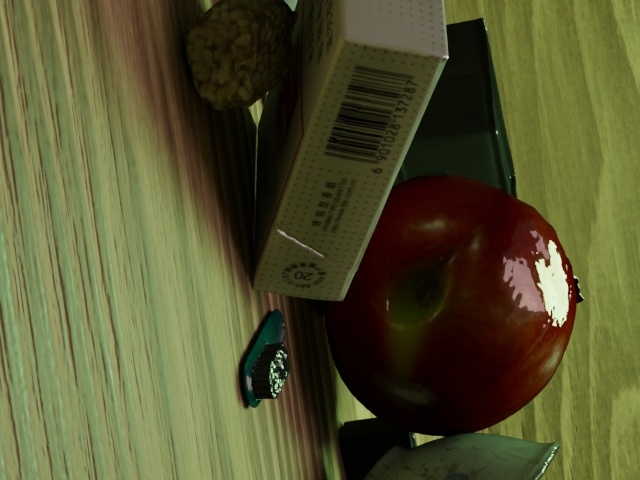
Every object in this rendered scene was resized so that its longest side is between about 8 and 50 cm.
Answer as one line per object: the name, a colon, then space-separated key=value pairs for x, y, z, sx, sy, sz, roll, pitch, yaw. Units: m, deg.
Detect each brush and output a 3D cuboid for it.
brush: x=-0.040 y=0.101 z=1.438 sx=0.193 sy=0.032 sz=0.043 roll=-61 pitch=141 yaw=-72

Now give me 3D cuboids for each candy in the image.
candy: x=-0.069 y=-0.163 z=1.357 sx=0.110 sy=0.085 sz=0.095 roll=-57 pitch=144 yaw=-61

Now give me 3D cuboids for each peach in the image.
peach: x=0.146 y=0.077 z=1.717 sx=0.338 sy=0.281 sz=0.281 roll=22 pitch=59 yaw=-68

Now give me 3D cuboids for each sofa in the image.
sofa: x=0.077 y=0.272 z=1.809 sx=0.060 sy=0.085 sz=0.147 roll=-60 pitch=140 yaw=-70

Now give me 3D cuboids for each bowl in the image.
bowl: x=0.102 y=0.297 z=1.647 sx=0.313 sy=0.146 sz=0.313 roll=-51 pitch=169 yaw=-15

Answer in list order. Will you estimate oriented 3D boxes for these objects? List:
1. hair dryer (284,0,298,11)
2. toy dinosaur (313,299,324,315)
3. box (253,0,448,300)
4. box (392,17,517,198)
hair dryer: x=-0.045 y=-0.174 z=1.608 sx=0.236 sy=0.073 sz=0.131 roll=84 pitch=6 yaw=-45
toy dinosaur: x=-0.001 y=0.008 z=1.726 sx=0.286 sy=0.070 sz=0.139 roll=32 pitch=72 yaw=-75
box: x=0.018 y=-0.126 z=1.407 sx=0.330 sy=0.095 sz=0.210 roll=110 pitch=-15 yaw=-49
box: x=0.175 y=-0.113 z=2.352 sx=0.251 sy=0.205 sz=0.345 roll=-89 pitch=166 yaw=-45
